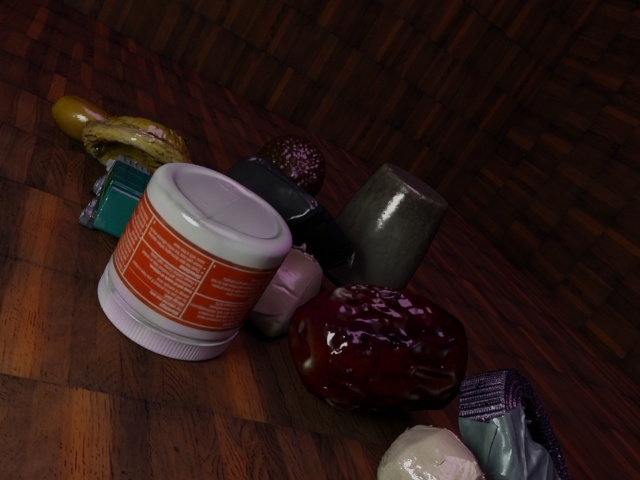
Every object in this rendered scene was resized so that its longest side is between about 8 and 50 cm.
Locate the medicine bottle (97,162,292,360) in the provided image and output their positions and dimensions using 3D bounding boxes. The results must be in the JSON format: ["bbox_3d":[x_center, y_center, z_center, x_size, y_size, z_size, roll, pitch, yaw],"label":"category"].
[{"bbox_3d":[-0.208,0.030,0.951,0.252,0.241,0.252,31,19,-12],"label":"medicine bottle"}]

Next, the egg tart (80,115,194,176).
[{"bbox_3d":[-0.389,-0.205,1.267,0.290,0.107,0.291,18,-14,5],"label":"egg tart"}]

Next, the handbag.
[{"bbox_3d":[-0.082,-0.025,1.334,0.275,0.178,0.302,40,-5,31],"label":"handbag"}]

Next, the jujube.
[{"bbox_3d":[0.116,0.207,1.063,0.376,0.258,0.258,3,33,-35],"label":"jujube"}]

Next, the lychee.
[{"bbox_3d":[-0.097,-0.211,1.757,0.235,0.236,0.271,30,19,-11],"label":"lychee"}]

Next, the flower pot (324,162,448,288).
[{"bbox_3d":[0.183,-0.023,1.591,0.293,0.330,0.294,30,21,-13],"label":"flower pot"}]

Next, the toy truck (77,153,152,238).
[{"bbox_3d":[-0.392,-0.080,1.116,0.114,0.124,0.253,28,21,-26],"label":"toy truck"}]

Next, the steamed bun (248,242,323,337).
[{"bbox_3d":[-0.082,0.082,1.166,0.170,0.153,0.238,35,16,8],"label":"steamed bun"}]

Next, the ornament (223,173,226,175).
[{"bbox_3d":[-0.186,-0.108,1.610,0.230,0.061,0.245,20,20,-28],"label":"ornament"}]

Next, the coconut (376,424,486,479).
[{"bbox_3d":[0.174,0.374,0.855,0.161,0.161,0.162,11,21,-49],"label":"coconut"}]

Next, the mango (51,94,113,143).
[{"bbox_3d":[-0.527,-0.267,1.358,0.227,0.099,0.136,23,-10,-23],"label":"mango"}]

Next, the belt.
[{"bbox_3d":[0.350,0.385,0.991,0.260,0.122,0.325,-19,87,-60],"label":"belt"}]
